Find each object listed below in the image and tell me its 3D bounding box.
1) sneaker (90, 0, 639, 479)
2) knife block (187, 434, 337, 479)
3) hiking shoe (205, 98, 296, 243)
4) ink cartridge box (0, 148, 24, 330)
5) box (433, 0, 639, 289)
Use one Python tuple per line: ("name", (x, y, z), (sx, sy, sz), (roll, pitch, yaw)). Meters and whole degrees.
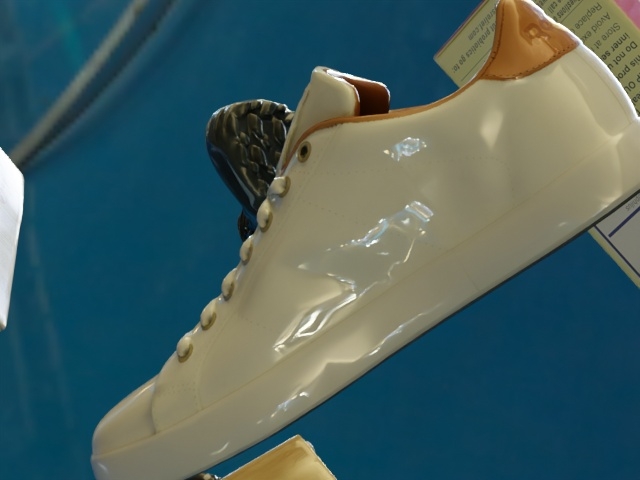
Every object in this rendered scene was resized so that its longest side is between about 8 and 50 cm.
("sneaker", (0.000, 0.000, 0.745), (0.123, 0.290, 0.106), (55, -170, 0))
("knife block", (-0.075, 0.276, 1.337), (0.242, 0.088, 0.276), (-30, -134, -15))
("hiking shoe", (-0.035, -0.020, 1.532), (0.132, 0.304, 0.113), (-4, -122, 31))
("ink cartridge box", (-0.270, -0.034, 1.183), (0.045, 0.145, 0.179), (-26, -144, 13))
("box", (0.231, -0.089, 1.077), (0.243, 0.117, 0.213), (50, -144, 8))
